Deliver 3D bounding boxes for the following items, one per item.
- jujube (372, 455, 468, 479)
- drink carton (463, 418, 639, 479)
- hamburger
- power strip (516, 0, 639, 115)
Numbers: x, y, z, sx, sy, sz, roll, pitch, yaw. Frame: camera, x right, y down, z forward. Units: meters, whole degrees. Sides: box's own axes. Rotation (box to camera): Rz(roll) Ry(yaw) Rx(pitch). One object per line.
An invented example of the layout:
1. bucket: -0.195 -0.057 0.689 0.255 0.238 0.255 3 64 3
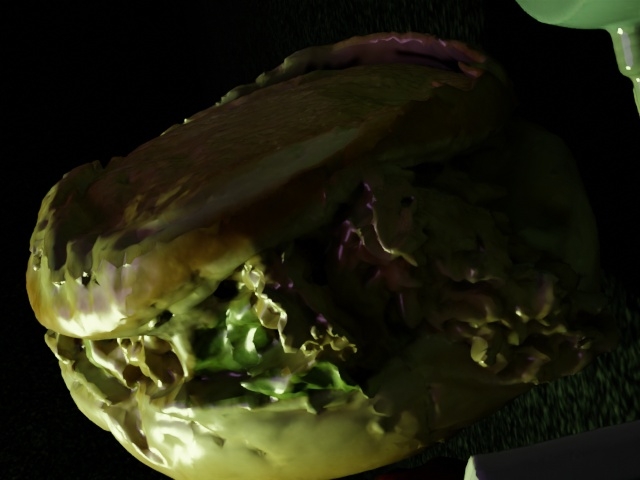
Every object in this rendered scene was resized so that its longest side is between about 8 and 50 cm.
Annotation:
1. jujube: 0.053 0.208 0.585 0.232 0.213 0.213 89 169 -48
2. drink carton: 0.117 0.148 0.300 0.102 0.134 0.222 94 163 -61
3. hamburger: 0.000 0.000 0.635 0.286 0.243 0.146 -5 120 44
4. power strip: 0.083 -0.156 0.463 0.167 0.054 0.253 92 167 -70
